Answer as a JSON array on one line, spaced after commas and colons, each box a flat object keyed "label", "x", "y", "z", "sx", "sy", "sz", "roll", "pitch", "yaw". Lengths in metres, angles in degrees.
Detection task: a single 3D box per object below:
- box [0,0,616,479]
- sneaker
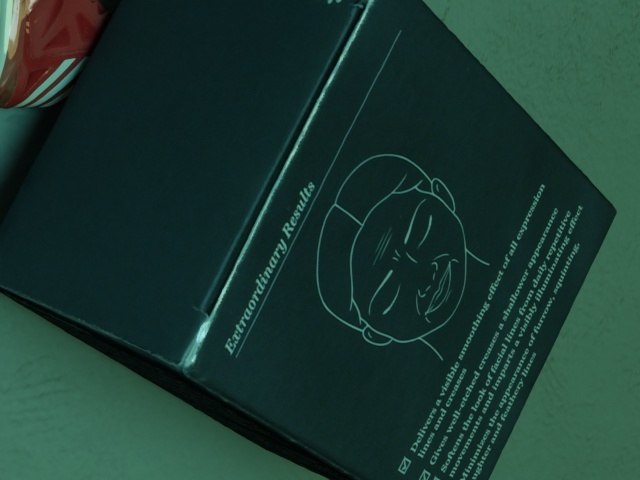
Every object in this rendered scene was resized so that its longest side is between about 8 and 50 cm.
[{"label": "box", "x": 0.000, "y": 0.000, "z": 1.353, "sx": 0.395, "sy": 0.212, "sz": 0.293, "roll": 39, "pitch": 75, "yaw": -51}, {"label": "sneaker", "x": -0.184, "y": -0.194, "z": 1.276, "sx": 0.128, "sy": 0.087, "sz": 0.221, "roll": 7, "pitch": 109, "yaw": -51}]
